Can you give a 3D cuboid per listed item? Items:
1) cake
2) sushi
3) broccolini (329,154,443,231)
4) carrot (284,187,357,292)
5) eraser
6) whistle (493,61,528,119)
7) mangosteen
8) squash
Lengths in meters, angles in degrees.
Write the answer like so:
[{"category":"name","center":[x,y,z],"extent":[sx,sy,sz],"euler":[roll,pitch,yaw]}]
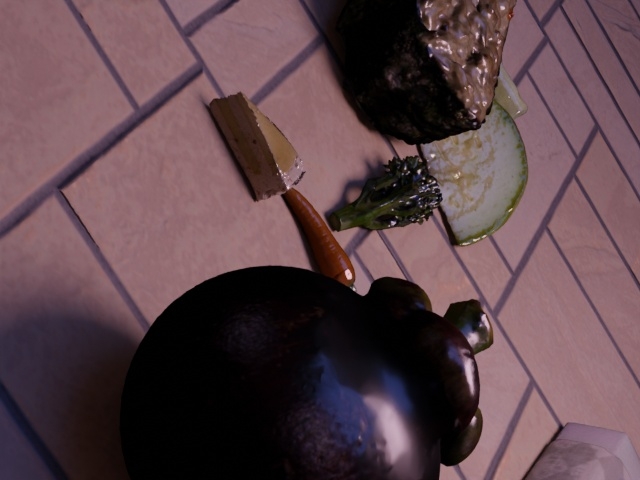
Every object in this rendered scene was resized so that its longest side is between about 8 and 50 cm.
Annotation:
[{"category":"cake","center":[-0.070,-0.102,1.674],"extent":[0.121,0.052,0.065],"euler":[51,36,-23]},{"category":"sushi","center":[0.144,-0.289,1.988],"extent":[0.211,0.171,0.350],"euler":[33,51,-29]},{"category":"broccolini","center":[0.083,-0.043,1.858],"extent":[0.202,0.068,0.091],"euler":[-35,118,-58]},{"category":"carrot","center":[0.000,0.000,1.731],"extent":[0.142,0.035,0.035],"euler":[59,30,5]},{"category":"eraser","center":[0.315,0.377,1.892],"extent":[0.213,0.082,0.397],"euler":[63,31,-5]},{"category":"whistle","center":[0.207,-0.281,2.201],"extent":[0.258,0.067,0.126],"euler":[59,28,2]},{"category":"mangosteen","center":[-0.011,0.158,1.323],"extent":[0.297,0.313,0.297],"euler":[35,49,-53]},{"category":"squash","center":[0.202,-0.101,2.129],"extent":[0.204,0.155,0.237],"euler":[-13,78,-21]}]
